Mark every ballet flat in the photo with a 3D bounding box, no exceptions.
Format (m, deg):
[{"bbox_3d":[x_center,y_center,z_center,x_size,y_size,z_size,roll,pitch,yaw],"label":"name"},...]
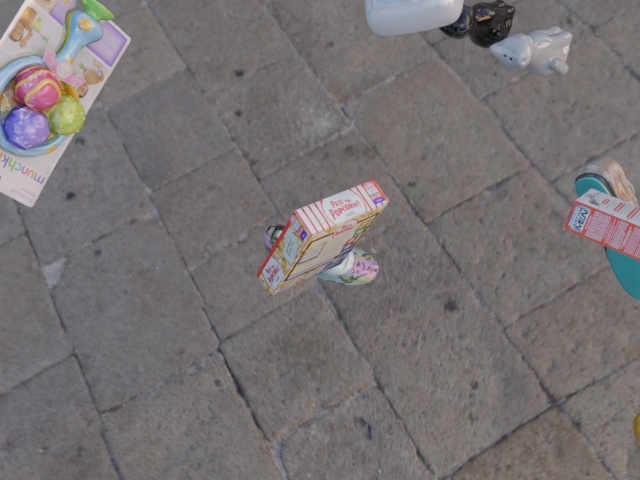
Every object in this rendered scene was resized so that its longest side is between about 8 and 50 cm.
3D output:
[{"bbox_3d":[0.609,-0.029,1.309,0.108,0.316,0.106,-6,31,51],"label":"ballet flat"},{"bbox_3d":[-0.006,0.021,1.182,0.222,0.079,0.076,18,72,17],"label":"ballet flat"}]

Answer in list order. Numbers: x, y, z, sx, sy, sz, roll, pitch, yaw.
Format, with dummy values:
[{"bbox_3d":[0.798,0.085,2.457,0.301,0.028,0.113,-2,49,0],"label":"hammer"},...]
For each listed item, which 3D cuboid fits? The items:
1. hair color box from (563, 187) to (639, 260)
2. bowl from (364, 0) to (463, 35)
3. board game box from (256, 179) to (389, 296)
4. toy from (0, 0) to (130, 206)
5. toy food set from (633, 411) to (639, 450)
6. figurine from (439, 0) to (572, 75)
[{"bbox_3d":[0.455,-0.015,0.969,0.167,0.053,0.093,29,30,26],"label":"hair color box"},{"bbox_3d":[0.120,-0.358,0.897,0.142,0.053,0.142,-1,87,26],"label":"bowl"},{"bbox_3d":[0.000,0.000,0.986,0.147,0.193,0.045,-23,72,-33],"label":"board game box"},{"bbox_3d":[-0.295,-0.160,0.726,0.056,0.137,0.237,18,78,30],"label":"toy"},{"bbox_3d":[0.455,0.248,0.689,0.232,0.104,0.111,-2,60,26],"label":"toy food set"},{"bbox_3d":[0.335,-0.370,1.220,0.215,0.092,0.209,39,36,29],"label":"figurine"}]
